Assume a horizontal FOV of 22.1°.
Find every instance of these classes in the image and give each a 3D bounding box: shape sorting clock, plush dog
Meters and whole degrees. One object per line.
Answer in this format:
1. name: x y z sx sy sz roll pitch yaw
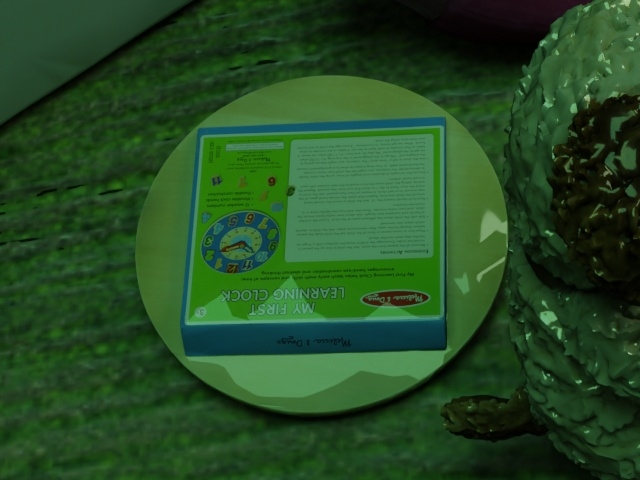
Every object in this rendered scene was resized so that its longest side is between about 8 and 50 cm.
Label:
1. shape sorting clock: 0.000 0.000 0.903 0.206 0.040 0.206 -4 60 6
2. plush dog: 0.144 -0.005 0.732 0.210 0.225 0.262 -5 33 15

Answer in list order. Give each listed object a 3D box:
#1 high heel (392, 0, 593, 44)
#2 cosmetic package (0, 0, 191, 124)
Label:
1. high heel: 0.090 -0.271 1.033 0.181 0.127 0.377 15 56 -12
2. cosmetic package: -0.275 -0.311 0.981 0.327 0.329 0.394 -34 59 -9
